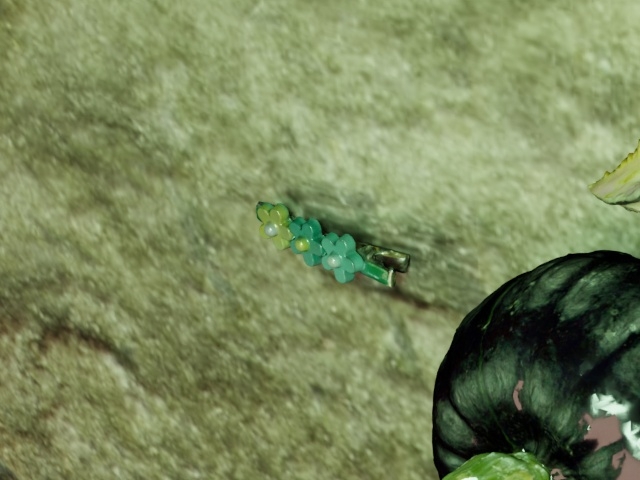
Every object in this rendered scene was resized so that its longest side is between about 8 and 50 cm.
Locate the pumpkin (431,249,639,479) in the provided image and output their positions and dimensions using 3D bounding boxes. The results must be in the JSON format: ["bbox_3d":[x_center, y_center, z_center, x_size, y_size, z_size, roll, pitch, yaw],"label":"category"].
[{"bbox_3d":[0.193,0.159,1.361,0.296,0.296,0.296,25,133,29],"label":"pumpkin"}]

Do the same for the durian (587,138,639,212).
[{"bbox_3d":[0.328,-0.063,1.177,0.196,0.185,0.305,32,145,-6],"label":"durian"}]

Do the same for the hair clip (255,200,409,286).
[{"bbox_3d":[0.000,-0.001,1.613,0.173,0.049,0.049,21,132,36],"label":"hair clip"}]
